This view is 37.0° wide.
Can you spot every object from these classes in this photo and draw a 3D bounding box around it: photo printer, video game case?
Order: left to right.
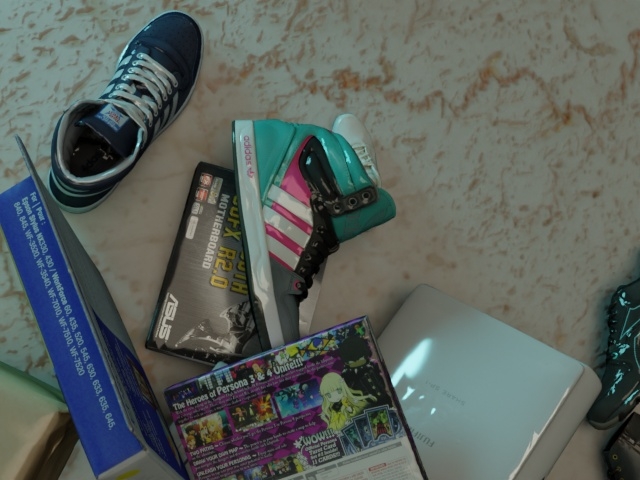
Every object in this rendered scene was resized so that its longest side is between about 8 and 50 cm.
[{"bbox_3d":[-0.022,0.215,1.003,0.232,0.042,0.210,-21,89,7],"label":"video game case"},{"bbox_3d":[0.132,0.227,1.094,0.256,0.107,0.307,28,74,35],"label":"photo printer"}]

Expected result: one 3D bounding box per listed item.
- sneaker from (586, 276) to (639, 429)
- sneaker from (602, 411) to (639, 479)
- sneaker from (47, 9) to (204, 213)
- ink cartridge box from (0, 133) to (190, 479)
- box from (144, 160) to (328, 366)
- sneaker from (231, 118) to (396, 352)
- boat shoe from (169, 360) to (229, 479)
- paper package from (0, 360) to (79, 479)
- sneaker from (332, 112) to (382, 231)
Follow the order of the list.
[{"bbox_3d":[0.413,0.125,1.251,0.106,0.101,0.267,34,77,15],"label":"sneaker"},{"bbox_3d":[0.394,0.337,1.225,0.118,0.083,0.222,30,84,11],"label":"sneaker"},{"bbox_3d":[-0.215,-0.161,1.094,0.099,0.153,0.282,33,77,-8],"label":"sneaker"},{"bbox_3d":[-0.229,0.099,0.932,0.072,0.307,0.303,-25,67,-6],"label":"ink cartridge box"},{"bbox_3d":[-0.092,0.042,1.148,0.183,0.056,0.231,17,80,-10],"label":"box"},{"bbox_3d":[0.000,0.000,1.088,0.178,0.124,0.295,-6,84,-5],"label":"sneaker"},{"bbox_3d":[-0.169,0.251,1.086,0.084,0.095,0.258,41,85,14],"label":"boat shoe"},{"bbox_3d":[-0.448,0.236,0.954,0.325,0.168,0.309,25,77,2],"label":"paper package"},{"bbox_3d":[0.053,-0.090,1.197,0.053,0.061,0.152,-12,85,-12],"label":"sneaker"}]
